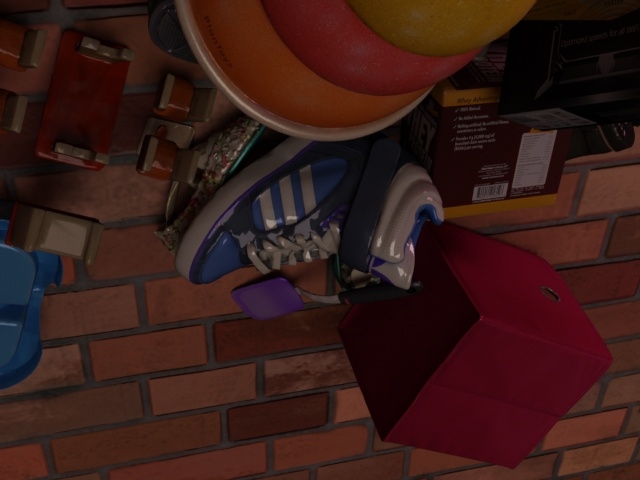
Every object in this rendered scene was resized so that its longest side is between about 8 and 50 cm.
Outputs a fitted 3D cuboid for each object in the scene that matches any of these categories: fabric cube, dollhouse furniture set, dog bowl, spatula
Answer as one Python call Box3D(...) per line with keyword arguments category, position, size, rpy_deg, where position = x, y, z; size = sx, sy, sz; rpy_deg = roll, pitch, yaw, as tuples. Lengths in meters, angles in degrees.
Box3D(category="fabric cube", position=(0.223, 0.153, 1.322), size=(0.258, 0.254, 0.259), rpy_deg=(19, 119, -28))
Box3D(category="dollhouse furniture set", position=(-0.289, -0.110, 1.014), size=(0.262, 0.135, 0.259), rpy_deg=(15, 90, -28))
Box3D(category="dog bowl", position=(-0.442, 0.073, 1.154), size=(0.166, 0.074, 0.297), rpy_deg=(9, 124, -24))
Box3D(category="spatula", position=(0.012, 0.081, 1.270), size=(0.296, 0.030, 0.084), rpy_deg=(-6, 137, 28))

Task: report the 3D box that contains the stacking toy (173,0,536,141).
Box3D(category="stacking toy", position=(0.093, -0.258, 0.764), size=(0.351, 0.480, 0.350), rpy_deg=(-4, 99, -25))

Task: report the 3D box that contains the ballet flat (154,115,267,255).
Box3D(category="ballet flat", position=(-0.150, -0.075, 1.136), size=(0.077, 0.091, 0.241), rpy_deg=(30, 112, -2))

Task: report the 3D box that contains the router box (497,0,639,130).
Box3D(category="router box", position=(0.338, -0.253, 0.922), size=(0.081, 0.309, 0.242), rpy_deg=(12, 86, -33))

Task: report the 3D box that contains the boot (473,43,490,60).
Box3D(category="boot", position=(0.200, -0.309, 1.006), size=(0.076, 0.189, 0.208), rpy_deg=(3, 120, -22))

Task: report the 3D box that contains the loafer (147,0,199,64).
Box3D(category="loafer", position=(-0.061, -0.240, 1.031), size=(0.303, 0.095, 0.109), rpy_deg=(15, 130, -31))

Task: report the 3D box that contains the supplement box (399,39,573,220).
Box3D(category="supplement box", position=(0.218, -0.151, 1.163), size=(0.191, 0.129, 0.194), rpy_deg=(-7, 128, -13))

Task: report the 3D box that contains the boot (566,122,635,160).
Box3D(category="boot", position=(0.329, -0.194, 1.209), size=(0.137, 0.077, 0.198), rpy_deg=(-19, 105, 44))

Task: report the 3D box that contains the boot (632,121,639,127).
Box3D(category="boot", position=(0.441, -0.200, 1.258), size=(0.121, 0.045, 0.099), rpy_deg=(-33, 135, 10))

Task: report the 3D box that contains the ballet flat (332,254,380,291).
Box3D(category="ballet flat", position=(0.057, -0.014, 1.243), size=(0.083, 0.087, 0.247), rpy_deg=(-12, 129, -10))

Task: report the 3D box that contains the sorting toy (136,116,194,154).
Box3D(category="sorting toy", position=(-0.193, -0.137, 1.112), size=(0.062, 0.012, 0.083), rpy_deg=(12, 122, -26))

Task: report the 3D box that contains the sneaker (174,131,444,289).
Box3D(category="sneaker", position=(0.000, 0.000, 1.099), size=(0.323, 0.236, 0.130), rpy_deg=(-42, 161, -6))
